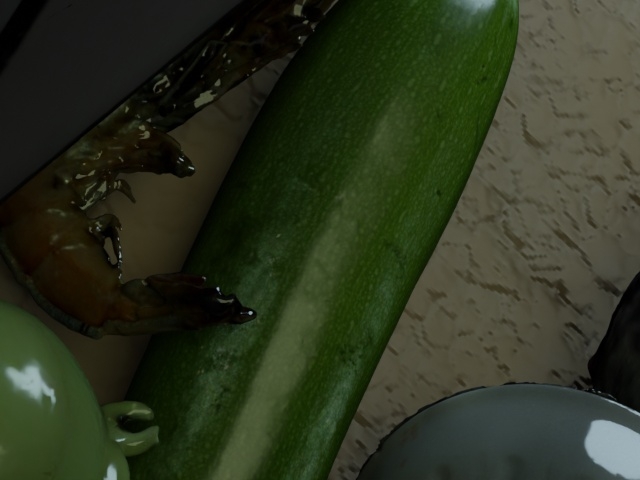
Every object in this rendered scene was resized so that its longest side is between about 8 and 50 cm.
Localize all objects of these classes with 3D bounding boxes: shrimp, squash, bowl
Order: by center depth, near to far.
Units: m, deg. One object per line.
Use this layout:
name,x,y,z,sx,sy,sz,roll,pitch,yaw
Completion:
bowl,0.082,0.157,0.735,0.189,0.189,0.086,62,22,-2
shrimp,-0.044,-0.034,0.747,0.195,0.035,0.148,-33,52,2
squash,0.000,0.000,0.787,0.101,0.101,0.378,32,73,-15

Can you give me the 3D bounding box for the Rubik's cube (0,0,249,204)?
Rubik's cube,-0.185,-0.188,0.586,0.307,0.305,0.310,40,65,13

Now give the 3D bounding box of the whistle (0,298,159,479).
whistle,-0.204,0.107,0.678,0.294,0.141,0.141,-18,87,-7

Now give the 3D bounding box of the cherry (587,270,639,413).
cherry,0.267,0.075,0.829,0.296,0.218,0.255,-19,91,-13
